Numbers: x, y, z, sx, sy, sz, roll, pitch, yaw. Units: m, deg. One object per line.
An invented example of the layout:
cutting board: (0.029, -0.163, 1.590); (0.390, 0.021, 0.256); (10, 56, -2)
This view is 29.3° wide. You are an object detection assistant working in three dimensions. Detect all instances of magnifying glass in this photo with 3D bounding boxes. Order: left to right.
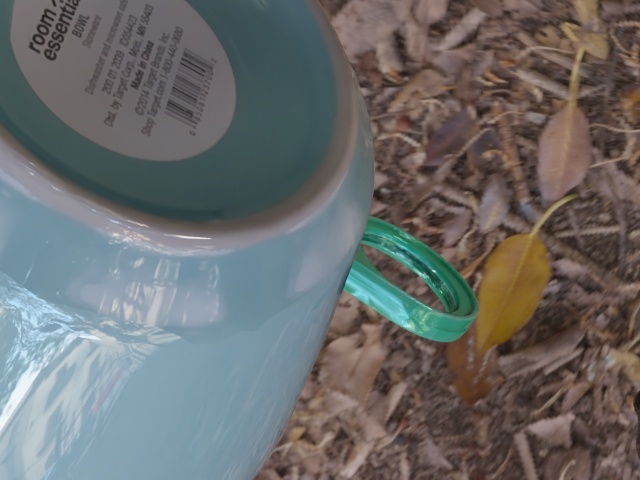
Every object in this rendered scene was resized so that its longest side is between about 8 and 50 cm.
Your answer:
magnifying glass: (0.000, 0.000, 0.685); (0.026, 0.231, 0.092); (-54, 36, 22)

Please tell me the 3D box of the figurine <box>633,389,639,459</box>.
figurine: (0.312, 0.126, 0.972); (0.092, 0.209, 0.215); (19, 119, 11)

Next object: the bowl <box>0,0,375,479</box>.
bowl: (-0.100, -0.038, 0.497); (0.312, 0.311, 0.163); (54, 135, 7)
